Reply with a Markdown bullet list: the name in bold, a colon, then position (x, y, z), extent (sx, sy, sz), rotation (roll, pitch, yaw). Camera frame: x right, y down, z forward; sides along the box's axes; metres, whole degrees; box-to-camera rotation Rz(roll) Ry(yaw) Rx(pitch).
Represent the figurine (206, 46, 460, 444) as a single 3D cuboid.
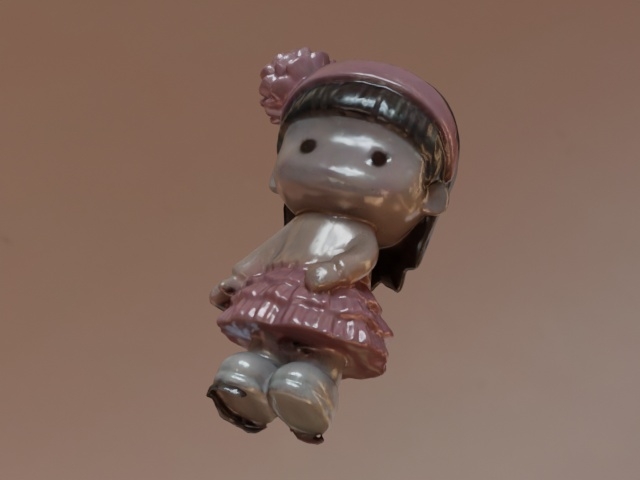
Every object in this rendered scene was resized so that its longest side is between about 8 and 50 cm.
- **figurine**: position (0.000, 0.000, 0.608), extent (0.054, 0.072, 0.129), rotation (52, -129, -54)
